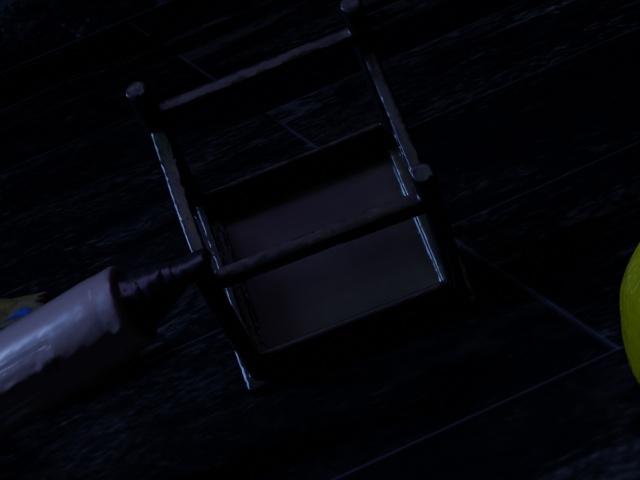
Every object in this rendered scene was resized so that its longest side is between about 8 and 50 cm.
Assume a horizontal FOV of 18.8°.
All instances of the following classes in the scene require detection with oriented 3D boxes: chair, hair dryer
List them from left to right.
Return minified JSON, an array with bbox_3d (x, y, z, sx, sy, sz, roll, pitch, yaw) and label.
[{"bbox_3d":[-0.194,0.093,1.005,0.344,0.106,0.189,-30,10,12],"label":"hair dryer"},{"bbox_3d":[0.000,0.000,1.113,0.155,0.141,0.260,-21,-30,2],"label":"chair"}]

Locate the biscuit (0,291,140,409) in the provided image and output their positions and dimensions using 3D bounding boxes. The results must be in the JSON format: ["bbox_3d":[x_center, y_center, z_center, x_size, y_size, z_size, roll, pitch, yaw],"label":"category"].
[{"bbox_3d":[-0.243,0.086,1.331,0.183,0.047,0.320,-36,20,-34],"label":"biscuit"}]

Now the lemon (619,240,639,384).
[{"bbox_3d":[0.173,0.029,0.772,0.109,0.109,0.133,-23,23,-2],"label":"lemon"}]
